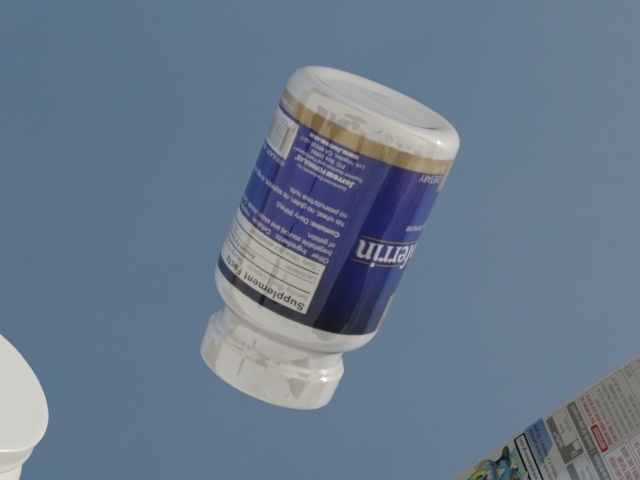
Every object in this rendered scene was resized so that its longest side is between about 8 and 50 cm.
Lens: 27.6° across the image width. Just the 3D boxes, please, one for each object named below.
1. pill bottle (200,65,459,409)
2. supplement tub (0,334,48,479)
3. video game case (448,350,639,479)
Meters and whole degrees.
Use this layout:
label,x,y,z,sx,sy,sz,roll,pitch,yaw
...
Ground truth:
label,x,y,z,sx,sy,sz,roll,pitch,yaw
pill bottle,0.000,0.000,1.101,0.153,0.153,0.265,23,-73,0
supplement tub,-0.435,0.229,1.264,0.228,0.228,0.316,43,-72,-5
video game case,0.189,0.243,0.880,0.300,0.329,0.036,-37,-58,15
